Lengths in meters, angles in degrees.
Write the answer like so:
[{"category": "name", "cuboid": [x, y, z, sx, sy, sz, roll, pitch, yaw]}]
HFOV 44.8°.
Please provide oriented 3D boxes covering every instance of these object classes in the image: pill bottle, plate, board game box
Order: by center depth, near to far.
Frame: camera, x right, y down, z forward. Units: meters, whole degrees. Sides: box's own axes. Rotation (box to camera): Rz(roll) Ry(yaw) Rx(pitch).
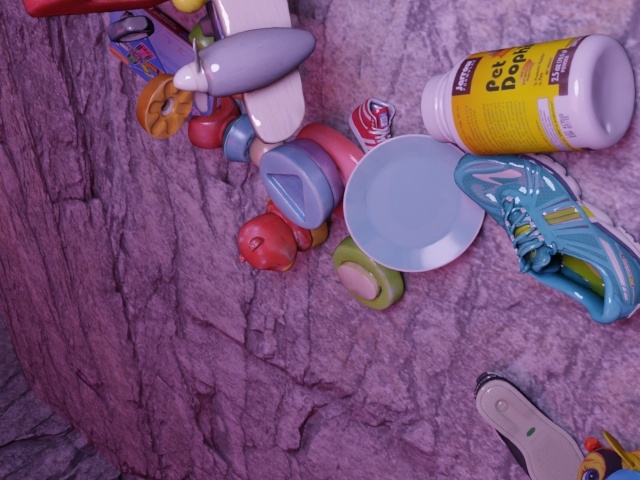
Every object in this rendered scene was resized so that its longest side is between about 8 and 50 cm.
[{"category": "pill bottle", "cuboid": [0.218, -0.153, 0.850, 0.215, 0.117, 0.117, 3, 119, 47]}, {"category": "plate", "cuboid": [0.124, -0.050, 1.035, 0.188, 0.024, 0.188, 1, 107, 3]}, {"category": "board game box", "cuboid": [-0.270, -0.320, 1.352, 0.281, 0.027, 0.145, 40, 140, 20]}]

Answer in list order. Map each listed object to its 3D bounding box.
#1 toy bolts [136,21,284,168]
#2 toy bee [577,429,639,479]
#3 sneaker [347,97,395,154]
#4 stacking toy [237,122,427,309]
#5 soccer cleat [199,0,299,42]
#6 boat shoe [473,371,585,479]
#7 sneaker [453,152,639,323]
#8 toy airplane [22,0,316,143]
[{"category": "toy bolts", "cuboid": [-0.140, -0.185, 1.184, 0.158, 0.218, 0.228, 30, 155, 22]}, {"category": "toy bee", "cuboid": [0.392, 0.307, 0.997, 0.298, 0.162, 0.195, -15, 125, 21]}, {"category": "sneaker", "cuboid": [0.088, -0.141, 1.071, 0.118, 0.042, 0.067, 55, 147, 5]}, {"category": "stacking toy", "cuboid": [0.000, 0.000, 1.171, 0.279, 0.130, 0.309, 45, 152, 12]}, {"category": "soccer cleat", "cuboid": [-0.109, -0.421, 1.044, 0.143, 0.116, 0.331, -11, 97, 8]}, {"category": "boat shoe", "cuboid": [0.312, 0.289, 1.140, 0.233, 0.084, 0.079, 50, -178, -3]}, {"category": "sneaker", "cuboid": [0.264, -0.014, 0.913, 0.275, 0.110, 0.107, 42, 142, 19]}, {"category": "toy airplane", "cuboid": [-0.120, -0.350, 0.858, 0.386, 0.272, 0.384, 30, 99, 1]}]
